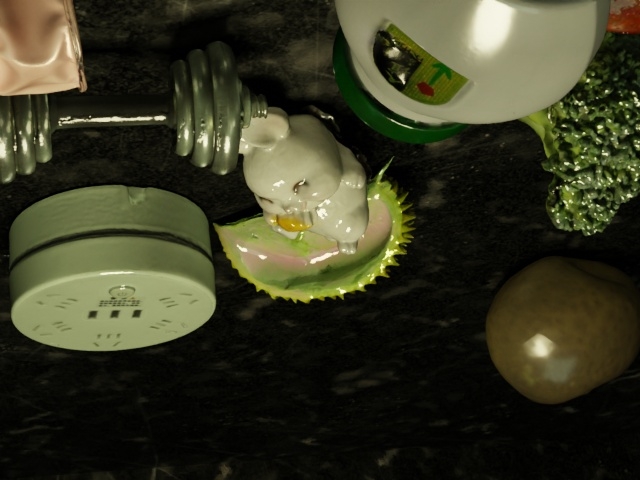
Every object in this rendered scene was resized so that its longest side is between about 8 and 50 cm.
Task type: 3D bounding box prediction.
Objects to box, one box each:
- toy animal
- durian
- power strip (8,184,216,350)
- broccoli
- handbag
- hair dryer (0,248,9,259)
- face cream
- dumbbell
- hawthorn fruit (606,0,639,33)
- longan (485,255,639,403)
[{"bbox_3d":[-0.040,-0.100,1.932,0.325,0.154,0.208,38,154,-31],"label":"toy animal"},{"bbox_3d":[0.000,0.000,2.158,0.351,0.158,0.169,-15,143,23],"label":"durian"},{"bbox_3d":[-0.344,0.059,2.157,0.357,0.161,0.357,-7,156,-3],"label":"power strip"},{"bbox_3d":[0.373,-0.171,1.810,0.288,0.245,0.248,-44,121,-2],"label":"broccoli"},{"bbox_3d":[-0.337,-0.251,1.480,0.116,0.179,0.205,-10,158,-13],"label":"handbag"},{"bbox_3d":[-0.600,0.030,2.152,0.181,0.064,0.117,-10,155,-16],"label":"hair dryer"},{"bbox_3d":[0.158,-0.267,1.489,0.312,0.219,0.357,35,159,-3],"label":"face cream"},{"bbox_3d":[-0.268,-0.166,1.679,0.406,0.179,0.179,-3,155,-12],"label":"dumbbell"},{"bbox_3d":[0.382,-0.321,1.556,0.181,0.181,0.235,-28,149,36],"label":"hawthorn fruit"},{"bbox_3d":[0.480,0.169,2.538,0.350,0.288,0.288,-5,158,-34],"label":"longan"}]
